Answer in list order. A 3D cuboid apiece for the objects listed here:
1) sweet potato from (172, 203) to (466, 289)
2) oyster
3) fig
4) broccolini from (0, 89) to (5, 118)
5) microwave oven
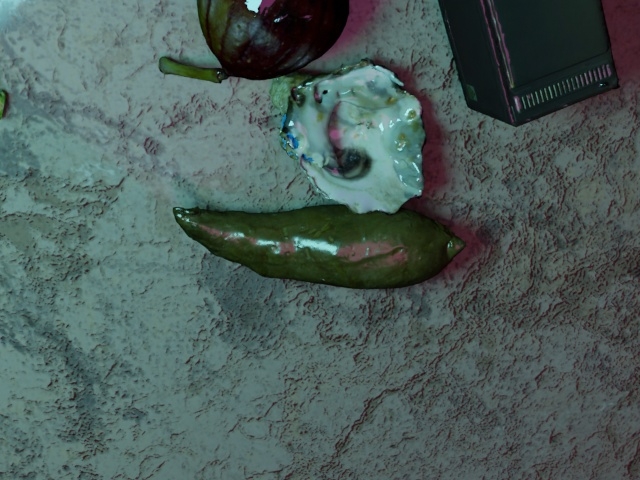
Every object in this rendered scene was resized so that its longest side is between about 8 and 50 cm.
[{"bbox_3d":[-0.003,0.002,1.621,0.422,0.130,0.131,6,110,-4],"label":"sweet potato"},{"bbox_3d":[0.045,-0.141,1.579,0.214,0.083,0.223,-7,91,-9],"label":"oyster"},{"bbox_3d":[-0.082,-0.277,1.473,0.203,0.186,0.250,14,116,-33],"label":"fig"},{"bbox_3d":[-0.594,-0.272,1.468,0.392,0.079,0.074,25,95,-24],"label":"broccolini"},{"bbox_3d":[0.272,-0.302,1.513,0.178,0.188,0.248,-20,108,-6],"label":"microwave oven"}]
